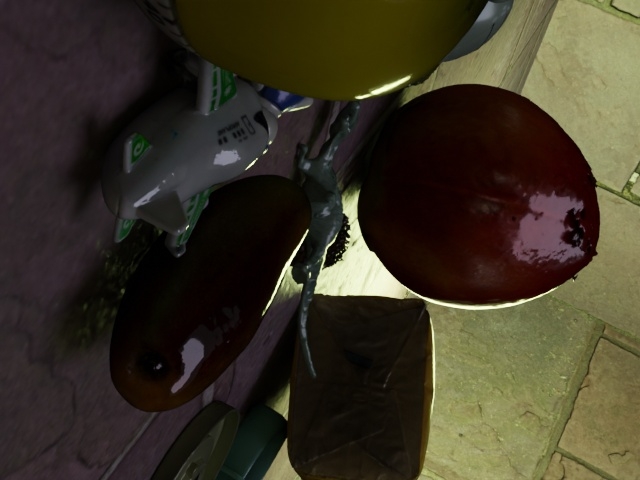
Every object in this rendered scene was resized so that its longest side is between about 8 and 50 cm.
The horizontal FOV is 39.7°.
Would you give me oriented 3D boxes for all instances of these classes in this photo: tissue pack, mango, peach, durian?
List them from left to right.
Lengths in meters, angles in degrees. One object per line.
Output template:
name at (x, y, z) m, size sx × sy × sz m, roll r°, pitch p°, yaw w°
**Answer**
mango at (-0.091, 0.035, 0.730) m, size 0.267 × 0.111 × 0.133 m, roll -55°, pitch 164°, yaw -44°
durian at (0.002, -0.001, 1.146) m, size 0.140 × 0.071 × 0.110 m, roll -31°, pitch 146°, yaw -59°
tissue pack at (0.070, 0.274, 1.496) m, size 0.382 × 0.228 × 0.293 m, roll 79°, pitch 17°, yaw -70°
peach at (0.245, -0.062, 1.347) m, size 0.370 × 0.370 × 0.370 m, roll -58°, pitch 167°, yaw -22°

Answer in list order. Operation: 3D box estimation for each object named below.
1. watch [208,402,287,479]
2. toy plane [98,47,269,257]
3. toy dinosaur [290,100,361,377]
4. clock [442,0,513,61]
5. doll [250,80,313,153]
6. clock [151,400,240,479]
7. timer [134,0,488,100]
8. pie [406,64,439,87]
watch at (-0.122, 0.352, 1.392) m, size 0.195 × 0.068 × 0.237 m, roll -56°, pitch 170°, yaw -19°
toy plane at (-0.089, -0.062, 0.612) m, size 0.174 × 0.080 × 0.174 m, roll -61°, pitch 169°, yaw -21°
toy dinosaur at (-0.025, 0.016, 1.039) m, size 0.129 × 0.076 × 0.383 m, roll -24°, pitch 137°, yaw -52°
clock at (0.096, -0.232, 0.839) m, size 0.243 × 0.199 × 0.147 m, roll -41°, pitch 117°, yaw -54°
doll at (-0.041, -0.123, 0.739) m, size 0.143 × 0.057 × 0.099 m, roll -61°, pitch 147°, yaw -5°
clock at (-0.178, 0.320, 1.162) m, size 0.235 × 0.029 × 0.235 m, roll -58°, pitch 167°, yaw -22°
timer at (0.049, -0.187, 0.471) m, size 0.285 × 0.285 × 0.285 m, roll -58°, pitch 167°, yaw -22°
pie at (0.166, -0.335, 1.128) m, size 0.323 × 0.070 × 0.323 m, roll -59°, pitch 166°, yaw -24°
